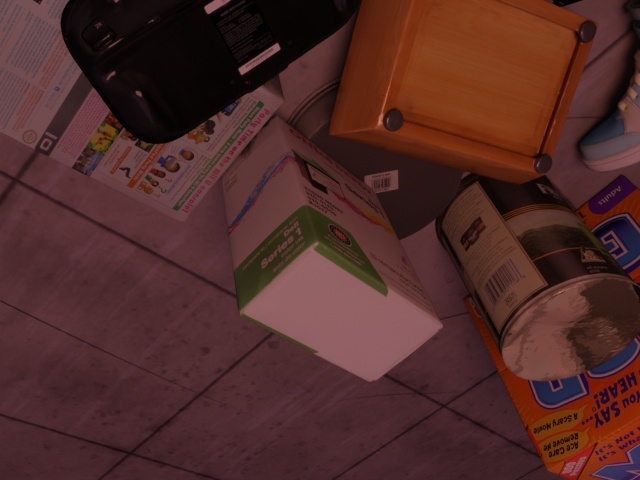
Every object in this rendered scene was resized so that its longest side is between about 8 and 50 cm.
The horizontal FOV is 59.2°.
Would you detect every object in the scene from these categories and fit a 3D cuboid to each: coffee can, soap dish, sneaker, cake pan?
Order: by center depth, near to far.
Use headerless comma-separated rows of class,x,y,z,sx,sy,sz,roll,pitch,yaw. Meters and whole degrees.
soap dish,0.177,-0.201,0.679,0.291,0.118,0.228,11,104,-21
sneaker,0.448,-0.243,0.761,0.208,0.127,0.319,43,136,-7
cake pan,0.081,-0.103,0.825,0.294,0.054,0.293,-6,130,-7
coffee can,0.313,0.039,0.846,0.202,0.275,0.201,-6,130,-7

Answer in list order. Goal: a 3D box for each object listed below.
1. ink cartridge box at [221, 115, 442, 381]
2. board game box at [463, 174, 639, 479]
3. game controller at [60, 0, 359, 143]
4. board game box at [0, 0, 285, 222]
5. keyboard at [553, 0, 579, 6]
ink cartridge box,0.000,0.000,0.676,0.201,0.278,0.117,34,113,-33
board game box,0.543,0.187,0.966,0.357,0.356,0.356,31,118,-31
game controller,-0.096,-0.240,0.589,0.319,0.067,0.166,-38,132,-14
board game box,-0.230,-0.184,0.664,0.303,0.097,0.224,31,117,-31
keyboard,0.311,-0.382,0.666,0.100,0.038,0.192,-9,136,27
